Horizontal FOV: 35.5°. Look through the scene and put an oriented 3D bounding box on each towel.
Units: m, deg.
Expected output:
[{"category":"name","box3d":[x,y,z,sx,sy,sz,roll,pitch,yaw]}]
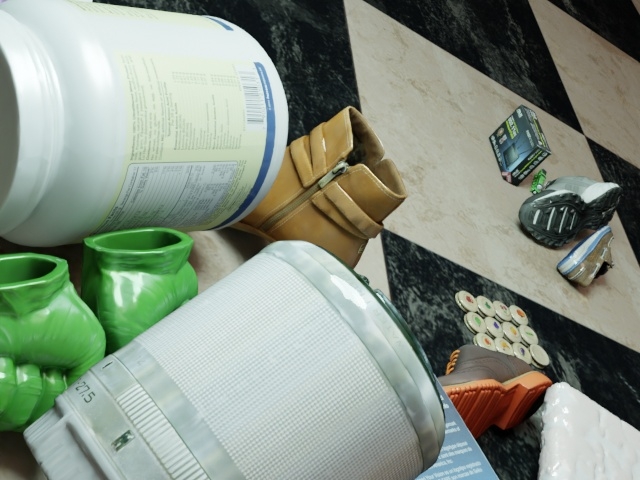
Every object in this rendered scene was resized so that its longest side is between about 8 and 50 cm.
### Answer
[{"category":"towel","box3d":[0.376,0.376,1.190,0.317,0.053,0.332,33,44,-17]}]

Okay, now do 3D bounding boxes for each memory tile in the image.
[{"category":"memory tile","box3d":[0.261,0.128,1.432,0.148,0.012,0.113,16,41,-36]}]

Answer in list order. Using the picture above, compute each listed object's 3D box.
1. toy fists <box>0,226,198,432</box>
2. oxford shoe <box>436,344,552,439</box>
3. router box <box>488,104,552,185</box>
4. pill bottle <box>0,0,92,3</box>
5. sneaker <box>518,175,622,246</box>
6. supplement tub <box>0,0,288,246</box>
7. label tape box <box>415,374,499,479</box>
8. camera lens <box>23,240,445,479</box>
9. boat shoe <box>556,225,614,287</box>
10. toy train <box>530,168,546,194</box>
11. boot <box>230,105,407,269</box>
[{"category":"toy fists","box3d":[-0.204,0.081,0.862,0.096,0.142,0.279,16,18,31]},{"category":"oxford shoe","box3d":[0.178,0.183,1.226,0.098,0.097,0.271,42,21,32]},{"category":"router box","box3d":[0.359,-0.172,1.807,0.038,0.092,0.122,23,37,-29]},{"category":"pill bottle","box3d":[-0.358,-0.278,1.143,0.108,0.108,0.193,50,33,11]},{"category":"sneaker","box3d":[0.422,-0.060,1.764,0.108,0.100,0.271,30,27,36]},{"category":"supplement tub","box3d":[-0.216,-0.115,0.991,0.324,0.235,0.235,-7,57,-50]},{"category":"label tape box","box3d":[0.040,0.225,0.995,0.249,0.115,0.348,-1,50,-48]},{"category":"camera lens","box3d":[-0.058,0.148,0.778,0.274,0.219,0.219,-35,77,-17]},{"category":"boat shoe","box3d":[0.466,0.033,1.722,0.066,0.066,0.183,52,43,6]},{"category":"toy train","box3d":[0.404,-0.109,1.845,0.017,0.024,0.083,40,32,-5]},{"category":"boot","box3d":[-0.041,-0.081,1.153,0.109,0.220,0.283,-4,55,-49]}]
